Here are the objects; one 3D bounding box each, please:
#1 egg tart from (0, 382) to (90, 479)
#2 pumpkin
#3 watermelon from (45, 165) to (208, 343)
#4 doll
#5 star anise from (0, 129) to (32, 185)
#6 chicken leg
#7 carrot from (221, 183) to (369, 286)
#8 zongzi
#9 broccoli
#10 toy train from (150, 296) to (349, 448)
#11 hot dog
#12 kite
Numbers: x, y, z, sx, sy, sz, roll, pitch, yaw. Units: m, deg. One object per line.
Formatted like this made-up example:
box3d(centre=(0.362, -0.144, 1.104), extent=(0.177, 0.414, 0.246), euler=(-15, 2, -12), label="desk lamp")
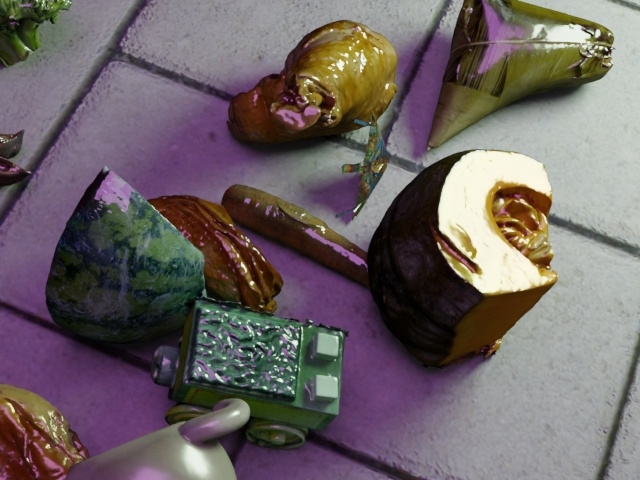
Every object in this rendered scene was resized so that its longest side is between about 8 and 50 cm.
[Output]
box3d(centre=(-0.456, 0.363, 1.484), extent=(0.352, 0.150, 0.352), euler=(3, 65, -6), label="egg tart")
box3d(centre=(0.209, 0.015, 1.655), extent=(0.256, 0.225, 0.303), euler=(14, 54, -18), label="pumpkin")
box3d(centre=(-0.277, 0.039, 1.585), extent=(0.224, 0.305, 0.180), euler=(-9, 59, -9), label="watermelon")
box3d(centre=(-0.190, 0.394, 1.412), extent=(0.226, 0.215, 0.370), euler=(-6, 88, 17), label="doll")
box3d(centre=(-0.566, -0.125, 1.805), extent=(0.208, 0.063, 0.172), euler=(-26, 61, -13), label="star anise")
box3d(centre=(-0.032, -0.218, 1.776), extent=(0.295, 0.182, 0.409), euler=(-18, 16, 18), label="chicken leg")
box3d(centre=(-0.001, 0.001, 1.761), extent=(0.342, 0.070, 0.070), euler=(27, 63, 10), label="carrot")
box3d(centre=(0.338, -0.254, 1.899), extent=(0.273, 0.145, 0.300), euler=(16, 78, 0), label="zongzi")
box3d(centre=(-0.539, -0.387, 1.892), extent=(0.176, 0.198, 0.226), euler=(37, 93, -20), label="broccoli")
box3d(centre=(-0.096, 0.189, 1.563), extent=(0.271, 0.188, 0.159), euler=(14, 59, -14), label="toy train")
box3d(centre=(-0.164, 0.013, 1.686), extent=(0.259, 0.175, 0.114), euler=(35, 83, 16), label="hot dog")
box3d(centre=(0.071, -0.119, 1.800), extent=(0.010, 0.183, 0.160), euler=(18, 16, 27), label="kite")
